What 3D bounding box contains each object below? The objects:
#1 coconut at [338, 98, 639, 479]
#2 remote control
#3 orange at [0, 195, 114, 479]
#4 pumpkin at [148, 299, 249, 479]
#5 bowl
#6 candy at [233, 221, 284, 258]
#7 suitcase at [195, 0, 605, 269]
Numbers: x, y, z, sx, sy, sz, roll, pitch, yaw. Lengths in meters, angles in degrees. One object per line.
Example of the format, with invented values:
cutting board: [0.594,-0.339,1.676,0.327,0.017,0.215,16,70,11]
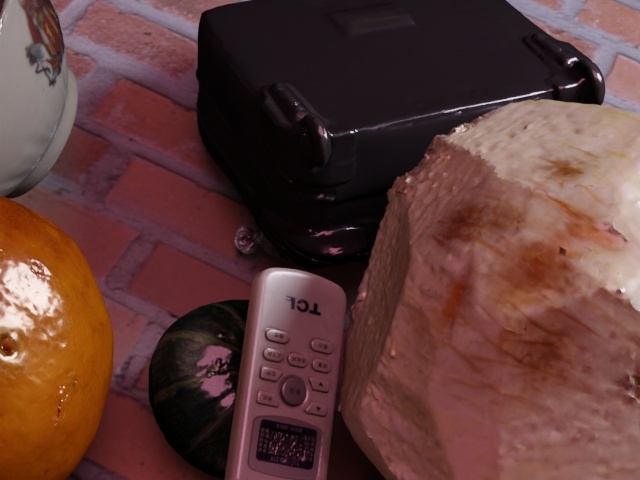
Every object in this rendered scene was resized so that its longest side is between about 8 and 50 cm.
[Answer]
coconut: [0.212,0.087,0.985,0.344,0.415,0.415,-5,54,-31]
remote control: [-0.027,0.117,1.033,0.087,0.029,0.190,16,70,-25]
orange: [-0.304,0.096,1.004,0.284,0.226,0.284,8,76,-34]
pumpkin: [-0.071,0.131,1.096,0.167,0.125,0.167,5,76,-20]
bowl: [-0.341,-0.135,1.193,0.157,0.337,0.337,27,42,-42]
candy: [0.000,0.000,1.251,0.175,0.043,0.045,3,52,-2]
suitcase: [0.065,-0.142,1.250,0.345,0.188,0.339,-15,41,-18]
